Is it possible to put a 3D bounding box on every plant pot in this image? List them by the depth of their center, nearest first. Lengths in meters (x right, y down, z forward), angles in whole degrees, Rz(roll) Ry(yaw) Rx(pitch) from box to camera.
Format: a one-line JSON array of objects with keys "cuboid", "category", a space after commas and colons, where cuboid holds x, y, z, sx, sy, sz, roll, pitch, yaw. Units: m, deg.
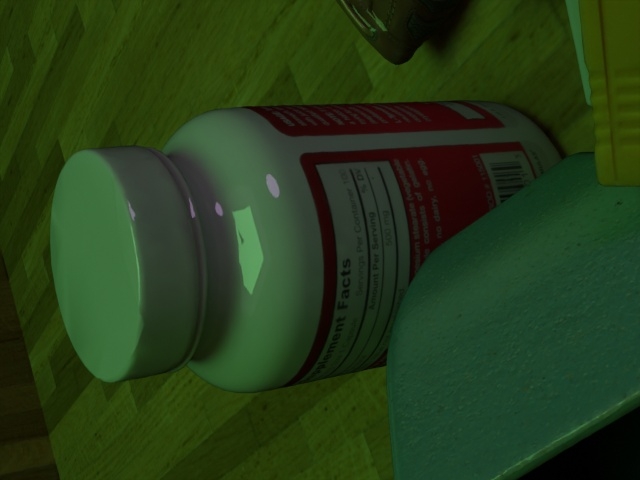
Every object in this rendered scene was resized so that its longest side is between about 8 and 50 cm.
[{"cuboid": [0.194, 0.087, 0.678, 0.247, 0.247, 0.252, -36, 36, 19], "category": "plant pot"}]

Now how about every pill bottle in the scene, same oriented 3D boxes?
[{"cuboid": [0.000, 0.000, 0.839, 0.229, 0.407, 0.229, 14, 107, 55], "category": "pill bottle"}]

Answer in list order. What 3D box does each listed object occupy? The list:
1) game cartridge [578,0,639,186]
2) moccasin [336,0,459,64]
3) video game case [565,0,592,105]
[{"cuboid": [0.185, -0.238, 0.586, 0.052, 0.285, 0.324, 2, 122, 23], "category": "game cartridge"}, {"cuboid": [0.004, -0.328, 1.036, 0.380, 0.139, 0.147, 51, 127, 26], "category": "moccasin"}, {"cuboid": [0.179, -0.239, 0.657, 0.026, 0.227, 0.206, 0, 55, 24], "category": "video game case"}]
